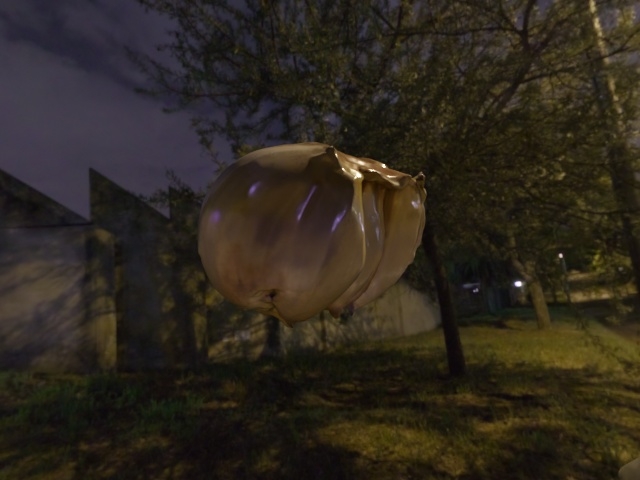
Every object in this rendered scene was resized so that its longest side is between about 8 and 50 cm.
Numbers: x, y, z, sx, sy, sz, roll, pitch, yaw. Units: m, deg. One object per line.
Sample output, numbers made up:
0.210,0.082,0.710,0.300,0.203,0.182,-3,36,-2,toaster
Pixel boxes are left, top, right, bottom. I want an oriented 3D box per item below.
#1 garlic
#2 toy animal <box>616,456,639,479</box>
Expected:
-0.016,-0.004,0.449,0.185,0.203,0.281,20,14,28,garlic
0.157,0.140,0.092,0.188,0.307,0.266,33,-58,-9,toy animal
